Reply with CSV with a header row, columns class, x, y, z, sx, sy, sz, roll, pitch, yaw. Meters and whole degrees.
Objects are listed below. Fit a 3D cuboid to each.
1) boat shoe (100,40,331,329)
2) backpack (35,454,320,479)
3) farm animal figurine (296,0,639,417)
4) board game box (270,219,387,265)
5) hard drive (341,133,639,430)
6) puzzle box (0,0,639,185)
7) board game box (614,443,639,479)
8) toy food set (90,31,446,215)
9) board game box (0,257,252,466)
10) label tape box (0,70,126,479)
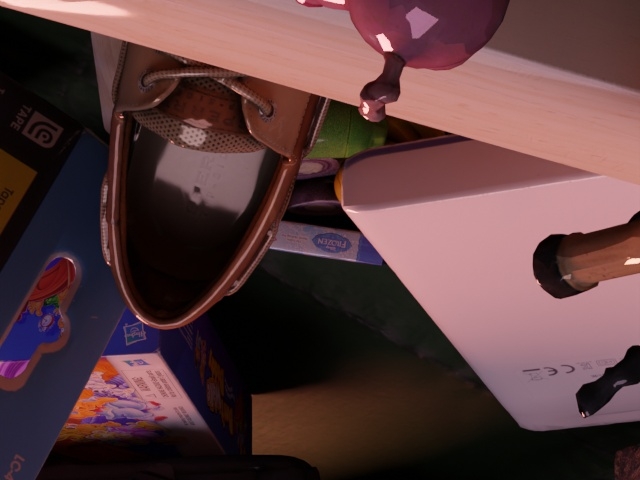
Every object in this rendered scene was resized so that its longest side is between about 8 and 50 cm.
class,x,y,z,sx,sy,sz,roll,pitch,yaw
boat shoe,-0.040,-0.088,0.860,0.123,0.116,0.324,12,128,0
backpack,-0.116,0.338,1.208,0.290,0.356,0.273,-7,164,16
farm animal figurine,0.135,-0.167,0.455,0.172,0.326,0.330,-4,115,61
board game box,0.000,0.000,1.084,0.090,0.020,0.090,9,-179,9
hard drive,0.169,0.026,1.028,0.210,0.040,0.319,-8,150,21
puzzle box,0.058,-0.159,0.627,0.408,0.272,0.052,16,147,-3
board game box,0.375,0.206,1.148,0.291,0.141,0.232,20,148,-28
toy food set,-0.038,-0.045,1.022,0.217,0.071,0.128,14,148,-1
board game box,-0.185,0.096,1.182,0.233,0.078,0.347,-3,159,6
label tape box,-0.281,-0.011,0.953,0.347,0.249,0.115,35,143,-14
